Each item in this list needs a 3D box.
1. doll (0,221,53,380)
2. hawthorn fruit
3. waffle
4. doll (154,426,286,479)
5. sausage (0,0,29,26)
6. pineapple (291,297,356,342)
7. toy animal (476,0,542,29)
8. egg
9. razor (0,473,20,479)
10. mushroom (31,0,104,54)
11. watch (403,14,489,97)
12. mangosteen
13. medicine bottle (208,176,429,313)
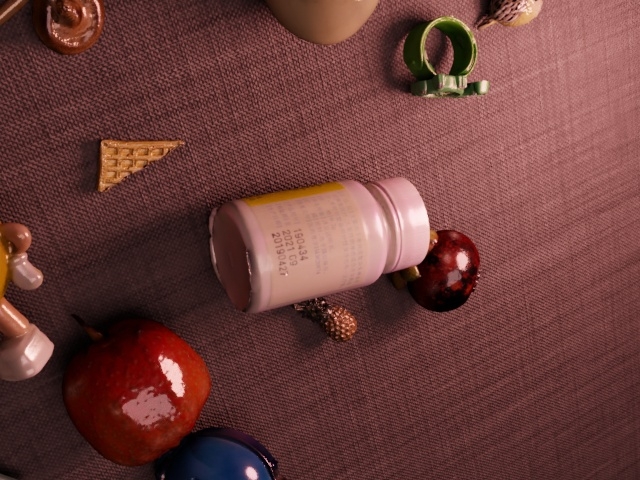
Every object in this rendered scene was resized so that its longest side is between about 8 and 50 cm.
[{"bbox_3d":[-0.604,0.067,1.315,0.348,0.161,0.423,-41,117,12],"label":"doll"},{"bbox_3d":[-0.349,0.246,1.491,0.254,0.254,0.300,-40,96,-9],"label":"hawthorn fruit"},{"bbox_3d":[-0.317,-0.133,1.459,0.153,0.023,0.097,-4,113,-28],"label":"waffle"},{"bbox_3d":[-0.205,0.528,1.659,0.310,0.284,0.240,-70,165,6],"label":"doll"},{"bbox_3d":[-0.468,-0.370,1.281,0.132,0.024,0.024,-43,123,-7],"label":"sausage"},{"bbox_3d":[0.004,0.150,1.724,0.159,0.074,0.074,37,90,-26],"label":"pineapple"},{"bbox_3d":[0.374,-0.476,1.657,0.137,0.098,0.098,-17,119,3],"label":"toy animal"},{"bbox_3d":[-0.001,-0.464,1.381,0.219,0.219,0.269,-15,120,-23],"label":"egg"},{"bbox_3d":[-0.667,0.534,1.531,0.111,0.056,0.278,34,99,-33],"label":"razor"},{"bbox_3d":[-0.395,-0.354,1.292,0.126,0.085,0.109,-68,163,11],"label":"mushroom"},{"bbox_3d":[0.246,-0.357,1.630,0.165,0.131,0.152,-4,93,-23],"label":"watch"},{"bbox_3d":[0.240,0.059,1.763,0.200,0.200,0.200,-11,114,-24],"label":"mangosteen"},{"bbox_3d":[0.000,0.000,1.570,0.379,0.213,0.213,-12,115,-24],"label":"medicine bottle"}]
